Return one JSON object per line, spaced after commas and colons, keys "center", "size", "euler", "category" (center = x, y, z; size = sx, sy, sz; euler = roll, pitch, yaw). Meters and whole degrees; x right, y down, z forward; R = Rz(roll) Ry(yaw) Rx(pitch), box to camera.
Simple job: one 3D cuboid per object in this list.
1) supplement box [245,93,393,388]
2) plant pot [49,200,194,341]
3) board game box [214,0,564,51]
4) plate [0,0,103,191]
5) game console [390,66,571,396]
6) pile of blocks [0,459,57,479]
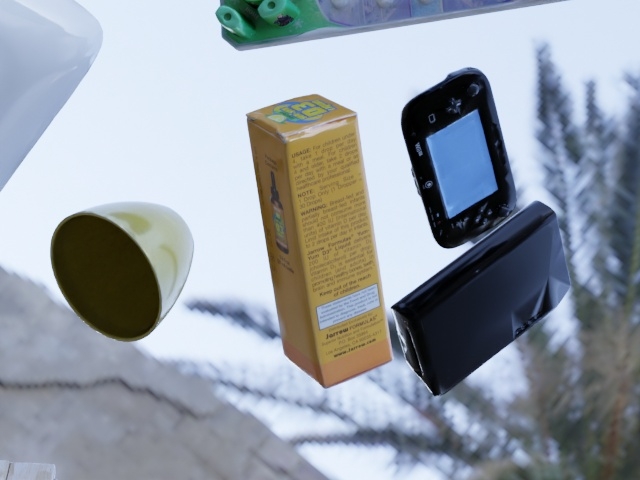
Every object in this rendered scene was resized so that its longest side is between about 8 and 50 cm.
{"center": [0.000, 0.000, 1.485], "size": [0.078, 0.080, 0.233], "euler": [34, -40, 55], "category": "supplement box"}
{"center": [-0.175, 0.016, 1.689], "size": [0.134, 0.095, 0.134], "euler": [18, -56, 29], "category": "plant pot"}
{"center": [0.079, -0.388, 1.591], "size": [0.390, 0.390, 0.050], "euler": [-7, -11, 17], "category": "board game box"}
{"center": [-0.297, -0.073, 0.913], "size": [0.278, 0.045, 0.277], "euler": [33, -69, -13], "category": "plate"}
{"center": [0.151, -0.015, 1.864], "size": [0.044, 0.213, 0.361], "euler": [34, -28, 44], "category": "game console"}
{"center": [-0.204, 0.341, 1.687], "size": [0.362, 0.112, 0.149], "euler": [33, -56, -23], "category": "pile of blocks"}
